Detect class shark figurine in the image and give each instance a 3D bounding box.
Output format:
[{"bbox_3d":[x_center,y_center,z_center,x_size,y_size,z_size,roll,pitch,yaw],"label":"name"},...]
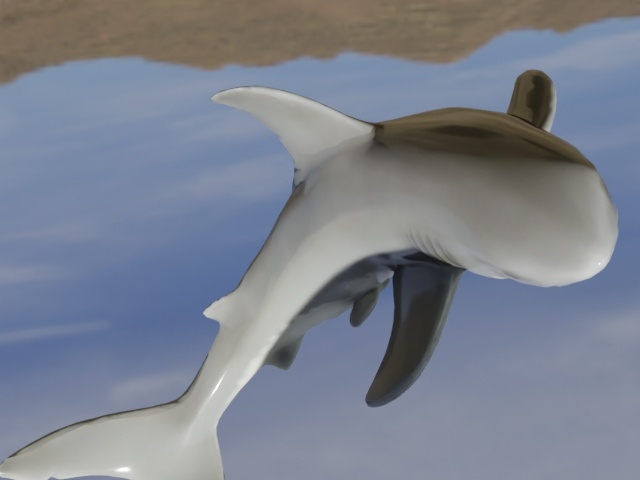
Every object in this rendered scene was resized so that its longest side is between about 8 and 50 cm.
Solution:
[{"bbox_3d":[-0.012,-0.001,0.492,0.278,0.116,0.166,-37,-153,39],"label":"shark figurine"}]
